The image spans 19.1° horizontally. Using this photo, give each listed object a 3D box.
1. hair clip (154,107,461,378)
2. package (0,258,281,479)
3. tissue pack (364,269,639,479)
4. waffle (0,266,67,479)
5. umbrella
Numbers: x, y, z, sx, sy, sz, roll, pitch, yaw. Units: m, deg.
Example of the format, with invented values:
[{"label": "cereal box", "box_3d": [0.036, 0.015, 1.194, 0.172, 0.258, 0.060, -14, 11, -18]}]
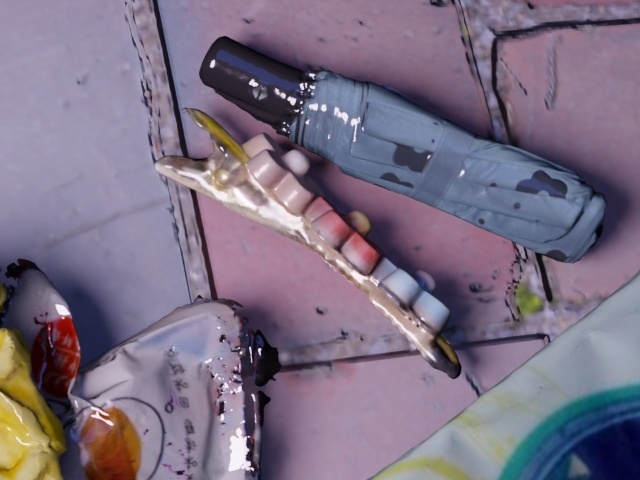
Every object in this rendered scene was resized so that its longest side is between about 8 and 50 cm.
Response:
[{"label": "hair clip", "box_3d": [0.004, -0.006, 1.065, 0.214, 0.062, 0.056, 35, 94, 8]}, {"label": "package", "box_3d": [-0.117, 0.147, 0.965, 0.194, 0.071, 0.269, 8, 78, -8]}, {"label": "tissue pack", "box_3d": [0.169, 0.186, 0.959, 0.388, 0.162, 0.287, -35, 84, -26]}, {"label": "waffle", "box_3d": [-0.244, 0.125, 0.907, 0.250, 0.056, 0.261, -17, 72, -1]}, {"label": "umbrella", "box_3d": [0.048, -0.055, 1.096, 0.250, 0.053, 0.052, 25, 64, -4]}]
